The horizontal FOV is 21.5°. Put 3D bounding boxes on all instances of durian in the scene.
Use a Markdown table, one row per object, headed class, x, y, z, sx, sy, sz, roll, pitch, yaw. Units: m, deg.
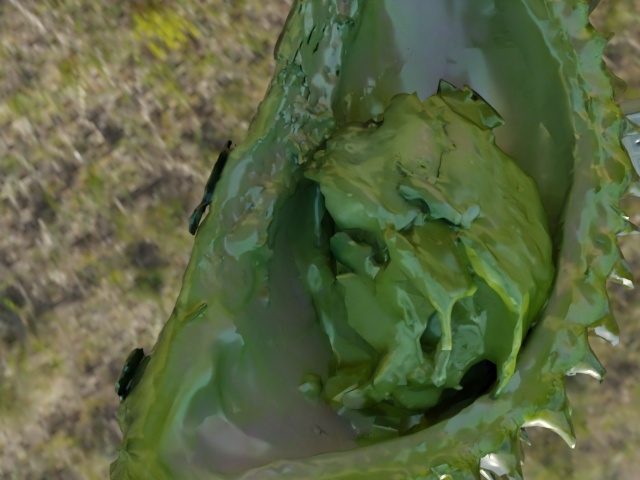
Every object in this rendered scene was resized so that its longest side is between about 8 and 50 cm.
| class | x | y | z | sx | sy | sz | roll | pitch | yaw |
| --- | --- | --- | --- | --- | --- | --- | --- | --- | --- |
| durian | 0.003 | 0.009 | 0.581 | 0.169 | 0.157 | 0.356 | 47 | 51 | -33 |

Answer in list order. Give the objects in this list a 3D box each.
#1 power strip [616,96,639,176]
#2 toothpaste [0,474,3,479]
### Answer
| class | x | y | z | sx | sy | sz | roll | pitch | yaw |
| --- | --- | --- | --- | --- | --- | --- | --- | --- | --- |
| power strip | 0.179 | -0.051 | 0.845 | 0.136 | 0.019 | 0.051 | -11 | 121 | 18 |
| toothpaste | -0.147 | 0.232 | 0.873 | 0.079 | 0.125 | 0.371 | -12 | 130 | -11 |
